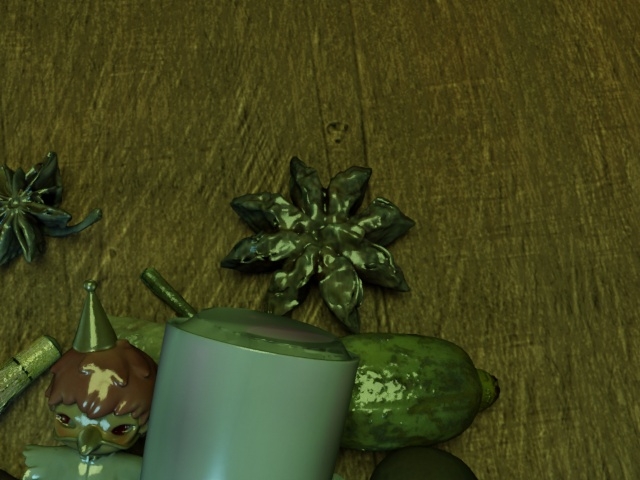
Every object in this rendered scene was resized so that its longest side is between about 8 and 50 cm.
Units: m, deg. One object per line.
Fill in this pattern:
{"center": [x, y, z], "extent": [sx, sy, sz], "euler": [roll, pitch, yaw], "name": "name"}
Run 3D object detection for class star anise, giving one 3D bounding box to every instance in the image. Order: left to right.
{"center": [-0.468, -0.044, 1.492], "extent": [0.231, 0.089, 0.209], "euler": [31, 79, 18], "name": "star anise"}
{"center": [0.000, -0.002, 1.474], "extent": [0.332, 0.117, 0.331], "euler": [3, 66, -6], "name": "star anise"}

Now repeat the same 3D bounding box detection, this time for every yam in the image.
{"center": [-0.237, 0.094, 1.467], "extent": [0.129, 0.027, 0.033], "euler": [42, 31, 18], "name": "yam"}

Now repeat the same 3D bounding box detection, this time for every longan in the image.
{"center": [0.144, 0.378, 1.269], "extent": [0.189, 0.189, 0.189], "euler": [1, 64, -2], "name": "longan"}

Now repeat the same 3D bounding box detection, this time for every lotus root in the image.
{"center": [0.120, 0.218, 1.357], "extent": [0.309, 0.173, 0.173], "euler": [-2, 64, -10], "name": "lotus root"}

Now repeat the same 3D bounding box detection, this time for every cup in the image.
{"center": [-0.103, 0.281, 1.185], "extent": [0.253, 0.253, 0.371], "euler": [11, 89, 3], "name": "cup"}

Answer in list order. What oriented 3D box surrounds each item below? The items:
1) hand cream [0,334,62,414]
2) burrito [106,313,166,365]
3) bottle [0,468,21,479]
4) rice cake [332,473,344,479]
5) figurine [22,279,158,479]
{"center": [-0.476, 0.214, 1.377], "extent": [0.084, 0.084, 0.203], "euler": [40, 65, 16], "name": "hand cream"}
{"center": [-0.197, 0.210, 1.377], "extent": [0.348, 0.107, 0.175], "euler": [15, 78, 7], "name": "burrito"}
{"center": [-0.504, 0.342, 1.326], "extent": [0.164, 0.060, 0.060], "euler": [18, 65, 6], "name": "bottle"}
{"center": [0.000, 0.454, 1.258], "extent": [0.189, 0.037, 0.198], "euler": [-40, 64, 17], "name": "rice cake"}
{"center": [-0.299, 0.248, 1.248], "extent": [0.207, 0.166, 0.386], "euler": [10, 101, 2], "name": "figurine"}
